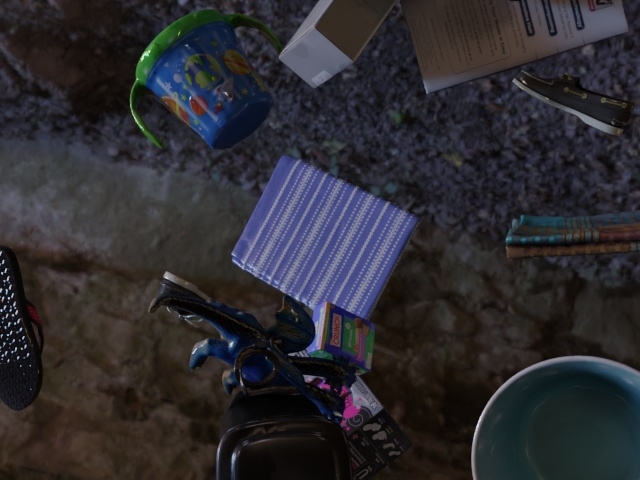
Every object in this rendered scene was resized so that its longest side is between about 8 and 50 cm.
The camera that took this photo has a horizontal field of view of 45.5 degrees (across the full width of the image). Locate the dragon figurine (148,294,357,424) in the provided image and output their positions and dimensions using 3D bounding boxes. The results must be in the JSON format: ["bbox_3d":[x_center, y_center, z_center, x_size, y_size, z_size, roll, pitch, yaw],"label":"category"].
[{"bbox_3d":[-0.056,0.113,0.817,0.144,0.085,0.289,-3,144,24],"label":"dragon figurine"}]

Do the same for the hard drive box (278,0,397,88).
[{"bbox_3d":[0.049,-0.392,1.299,0.089,0.232,0.181,38,165,-15],"label":"hard drive box"}]

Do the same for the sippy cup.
[{"bbox_3d":[-0.225,-0.319,1.593,0.305,0.224,0.240,-44,171,27],"label":"sippy cup"}]

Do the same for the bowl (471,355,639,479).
[{"bbox_3d":[0.388,0.316,1.120,0.311,0.312,0.163,7,-179,20],"label":"bowl"}]

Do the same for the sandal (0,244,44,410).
[{"bbox_3d":[-0.328,0.093,0.827,0.067,0.179,0.040,-10,178,20],"label":"sandal"}]

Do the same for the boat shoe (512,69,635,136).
[{"bbox_3d":[0.476,-0.275,1.439,0.227,0.069,0.081,31,-158,19],"label":"boat shoe"}]

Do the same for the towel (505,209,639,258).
[{"bbox_3d":[0.378,-0.016,0.978,0.271,0.040,0.370,-4,-177,17],"label":"towel"}]

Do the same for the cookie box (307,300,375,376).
[{"bbox_3d":[0.036,0.165,1.276,0.107,0.092,0.040,27,142,-25],"label":"cookie box"}]

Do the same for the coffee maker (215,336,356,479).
[{"bbox_3d":[-0.044,0.180,0.655,0.120,0.171,0.178,-27,177,-10],"label":"coffee maker"}]

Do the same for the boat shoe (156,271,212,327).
[{"bbox_3d":[-0.301,0.142,1.734,0.095,0.079,0.254,27,170,14],"label":"boat shoe"}]

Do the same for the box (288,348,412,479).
[{"bbox_3d":[0.031,0.314,1.448,0.247,0.142,0.163,47,173,47],"label":"box"}]

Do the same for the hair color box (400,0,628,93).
[{"bbox_3d":[0.331,-0.390,1.325,0.347,0.174,0.105,-14,-168,16],"label":"hair color box"}]

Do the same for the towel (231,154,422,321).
[{"bbox_3d":[0.000,0.000,1.431,0.336,0.243,0.040,28,-177,31],"label":"towel"}]
